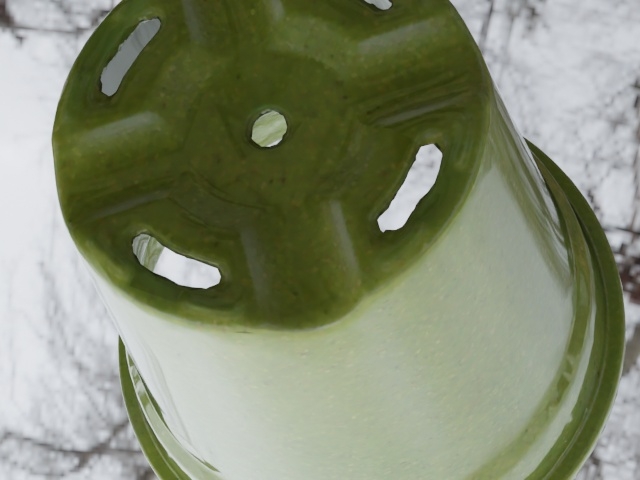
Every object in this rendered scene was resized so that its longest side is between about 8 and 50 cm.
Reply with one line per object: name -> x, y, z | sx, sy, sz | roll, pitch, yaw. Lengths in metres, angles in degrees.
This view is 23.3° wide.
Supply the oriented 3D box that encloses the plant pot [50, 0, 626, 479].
plant pot -> 0.000, 0.000, 0.722 | 0.276, 0.254, 0.276 | -4, -113, 11
